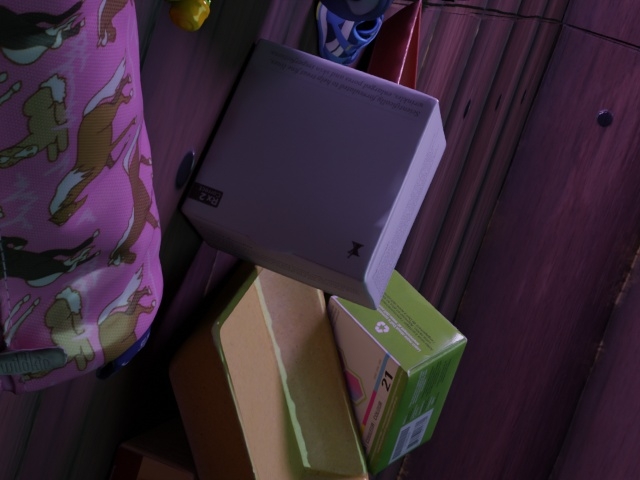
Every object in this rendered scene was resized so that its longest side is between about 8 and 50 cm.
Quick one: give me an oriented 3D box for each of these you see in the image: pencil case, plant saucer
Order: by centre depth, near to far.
[{"bbox_3d":[-0.157,-0.083,0.723,0.160,0.167,0.386,-24,145,-24],"label":"pencil case"},{"bbox_3d":[-0.052,0.178,1.459,0.333,0.081,0.333,-57,134,-67],"label":"plant saucer"},{"bbox_3d":[0.069,-0.116,1.763,0.259,0.047,0.258,88,16,-58],"label":"plant saucer"}]

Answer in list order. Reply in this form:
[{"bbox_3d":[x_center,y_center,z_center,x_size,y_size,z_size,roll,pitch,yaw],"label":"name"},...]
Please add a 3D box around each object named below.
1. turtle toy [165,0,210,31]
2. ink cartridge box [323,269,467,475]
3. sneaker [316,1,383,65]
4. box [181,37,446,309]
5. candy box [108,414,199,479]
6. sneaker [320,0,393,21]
[{"bbox_3d":[-0.094,-0.208,0.974,0.130,0.066,0.095,83,31,-63],"label":"turtle toy"},{"bbox_3d":[0.028,0.108,1.669,0.097,0.255,0.189,-27,147,-34],"label":"ink cartridge box"},{"bbox_3d":[0.032,-0.214,1.507,0.144,0.059,0.053,73,38,-72],"label":"sneaker"},{"bbox_3d":[-0.002,-0.059,1.339,0.119,0.181,0.182,64,49,-73],"label":"box"},{"bbox_3d":[-0.139,0.278,1.531,0.316,0.087,0.183,-13,123,-75],"label":"candy box"},{"bbox_3d":[-0.011,-0.252,1.186,0.131,0.112,0.319,-59,158,-18],"label":"sneaker"}]
